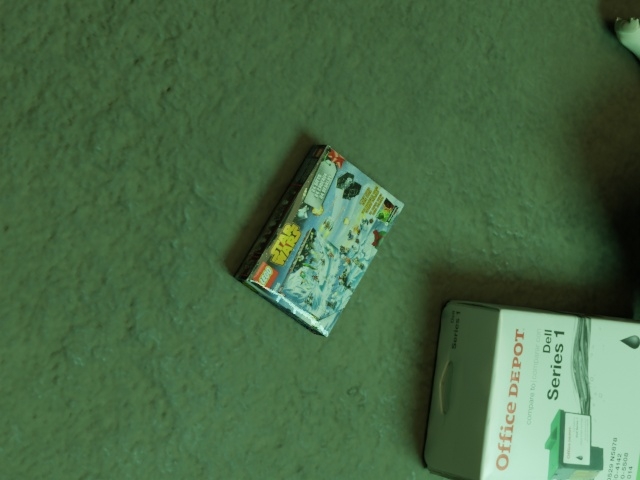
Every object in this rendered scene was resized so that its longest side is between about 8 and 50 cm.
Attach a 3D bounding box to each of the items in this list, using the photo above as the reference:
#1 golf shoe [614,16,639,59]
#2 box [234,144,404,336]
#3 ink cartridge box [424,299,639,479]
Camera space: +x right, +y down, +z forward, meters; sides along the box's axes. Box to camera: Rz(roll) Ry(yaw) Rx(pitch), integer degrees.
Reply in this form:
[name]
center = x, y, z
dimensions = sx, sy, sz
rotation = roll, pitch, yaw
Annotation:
[golf shoe]
center = 0.340, -0.149, 1.574
dimensions = 0.176, 0.069, 0.086
rotation = 24, 88, -25
[box]
center = 0.000, 0.000, 1.428
dimensions = 0.094, 0.027, 0.137
rotation = 37, 77, -26
[ink cartridge box]
center = 0.216, 0.144, 1.512
dimensions = 0.219, 0.092, 0.160
rotation = 6, 89, -28
